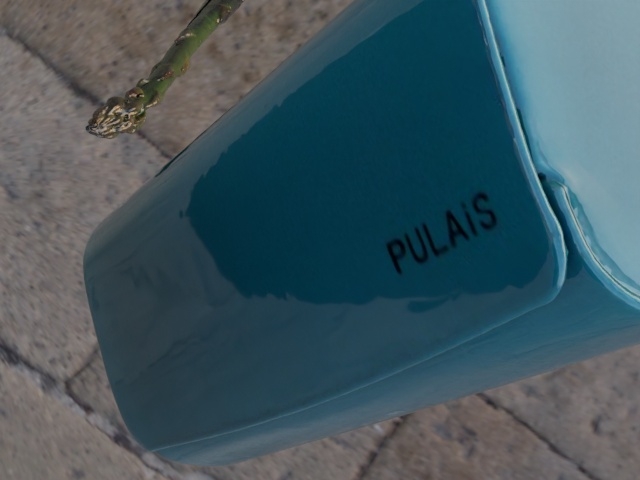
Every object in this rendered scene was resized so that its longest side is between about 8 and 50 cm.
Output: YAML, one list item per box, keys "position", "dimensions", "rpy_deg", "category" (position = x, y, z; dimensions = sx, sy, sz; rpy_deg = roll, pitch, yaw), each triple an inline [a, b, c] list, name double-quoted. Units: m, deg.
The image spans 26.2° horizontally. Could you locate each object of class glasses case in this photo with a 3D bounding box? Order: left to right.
- position: [0.000, 0.002, 0.442]
  dimensions: [0.070, 0.301, 0.117]
  rpy_deg: [-3, 76, -29]
  category: "glasses case"

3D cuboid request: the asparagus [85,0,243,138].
- position: [-0.077, -0.097, 0.726]
  dimensions: [0.023, 0.233, 0.022]
  rpy_deg: [21, 118, 2]
  category: "asparagus"
